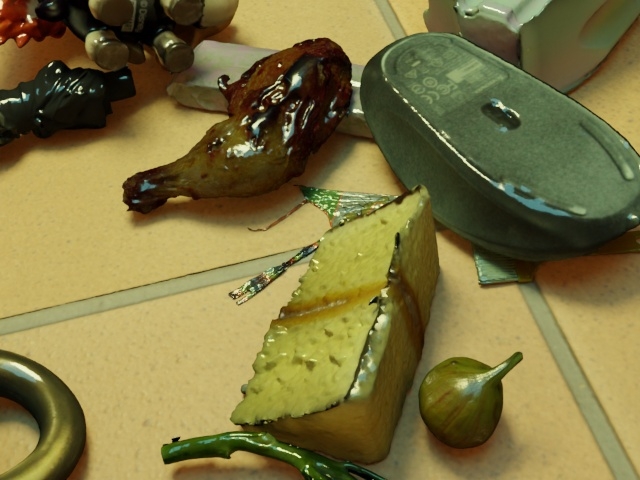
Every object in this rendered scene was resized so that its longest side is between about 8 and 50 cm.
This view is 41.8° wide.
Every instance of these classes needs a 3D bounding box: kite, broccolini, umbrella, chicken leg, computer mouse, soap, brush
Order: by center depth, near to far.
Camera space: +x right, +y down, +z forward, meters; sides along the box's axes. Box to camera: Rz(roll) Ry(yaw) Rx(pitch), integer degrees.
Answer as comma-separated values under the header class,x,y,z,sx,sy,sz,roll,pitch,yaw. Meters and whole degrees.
class,x,y,z,sx,sy,sz,roll,pitch,yaw
broccolini,-0.026,0.233,0.710,0.271,0.062,0.123,12,41,19
brush,0.267,0.007,0.906,0.205,0.011,0.083,-5,47,2
computer mouse,0.197,-0.103,0.945,0.203,0.114,0.374,-30,56,-22
kite,0.000,0.000,0.947,0.244,0.006,0.198,-28,51,-18
chicken leg,-0.089,-0.134,1.002,0.177,0.083,0.322,25,68,31
umbrella,-0.377,-0.176,1.093,0.272,0.122,0.110,-20,92,-16
soap,0.305,-0.367,1.141,0.261,0.156,0.446,25,55,26

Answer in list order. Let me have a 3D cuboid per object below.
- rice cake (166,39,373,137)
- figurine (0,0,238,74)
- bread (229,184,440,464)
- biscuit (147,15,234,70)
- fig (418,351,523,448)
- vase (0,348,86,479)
class,x,y,z,sx,sy,sz,roll,pitch,yaw
rice cake,-0.050,-0.204,1.110,0.298,0.050,0.106,12,52,18
figurine,-0.306,-0.364,1.141,0.412,0.241,0.306,25,51,21
bread,0.042,0.077,0.809,0.142,0.178,0.266,30,55,-12
biscuit,-0.246,-0.343,1.267,0.250,0.036,0.165,32,69,31
fig,0.132,0.138,0.745,0.084,0.098,0.082,-17,64,-34
vase,-0.374,0.155,0.738,0.329,0.241,0.302,12,29,-20
